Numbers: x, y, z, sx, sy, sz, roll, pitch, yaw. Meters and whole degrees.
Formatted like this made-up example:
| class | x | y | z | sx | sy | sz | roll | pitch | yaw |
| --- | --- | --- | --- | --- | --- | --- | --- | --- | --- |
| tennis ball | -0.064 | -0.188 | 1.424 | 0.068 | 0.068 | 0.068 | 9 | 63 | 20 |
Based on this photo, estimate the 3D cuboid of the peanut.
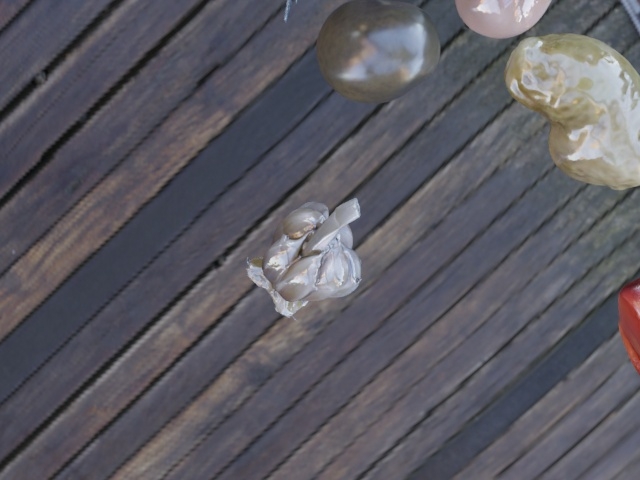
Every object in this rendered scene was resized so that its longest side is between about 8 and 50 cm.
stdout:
| class | x | y | z | sx | sy | sz | roll | pitch | yaw |
| --- | --- | --- | --- | --- | --- | --- | --- | --- | --- |
| peanut | 0.316 | -0.151 | 1.129 | 0.137 | 0.122 | 0.253 | -43 | 113 | 1 |

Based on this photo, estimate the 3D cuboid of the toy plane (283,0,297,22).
| class | x | y | z | sx | sy | sz | roll | pitch | yaw |
| --- | --- | --- | --- | --- | --- | --- | --- | --- | --- |
| toy plane | 0.007 | -0.344 | 0.875 | 0.088 | 0.267 | 0.212 | 13 | 136 | 10 |

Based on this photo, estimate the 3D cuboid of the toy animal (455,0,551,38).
| class | x | y | z | sx | sy | sz | roll | pitch | yaw |
| --- | --- | --- | --- | --- | --- | --- | --- | --- | --- |
| toy animal | 0.335 | -0.486 | 1.637 | 0.237 | 0.269 | 0.326 | 20 | 126 | 1 |

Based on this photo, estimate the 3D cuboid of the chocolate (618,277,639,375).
| class | x | y | z | sx | sy | sz | roll | pitch | yaw |
| --- | --- | --- | --- | --- | --- | --- | --- | --- | --- |
| chocolate | 0.270 | 0.031 | 0.459 | 0.237 | 0.108 | 0.235 | -23 | 165 | 11 |

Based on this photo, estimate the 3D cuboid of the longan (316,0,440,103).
| class | x | y | z | sx | sy | sz | roll | pitch | yaw |
| --- | --- | --- | --- | --- | --- | --- | --- | --- | --- |
| longan | 0.086 | -0.285 | 1.445 | 0.187 | 0.167 | 0.167 | -11 | 126 | 34 |

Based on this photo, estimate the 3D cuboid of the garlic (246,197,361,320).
| class | x | y | z | sx | sy | sz | roll | pitch | yaw |
| --- | --- | --- | --- | --- | --- | --- | --- | --- | --- |
| garlic | 0.000 | 0.000 | 1.199 | 0.127 | 0.131 | 0.194 | -20 | 155 | -38 |
